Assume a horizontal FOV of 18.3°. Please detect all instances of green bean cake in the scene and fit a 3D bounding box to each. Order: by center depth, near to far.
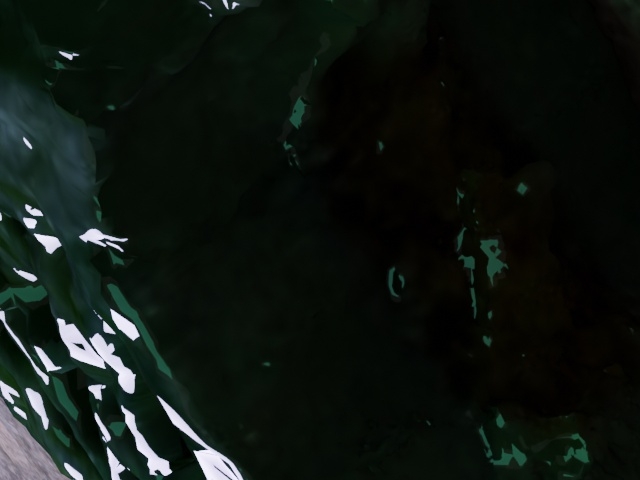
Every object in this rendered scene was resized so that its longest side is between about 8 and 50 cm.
[{"bbox_3d":[0.000,0.000,0.574,0.300,0.169,0.308,39,156,30],"label":"green bean cake"}]
